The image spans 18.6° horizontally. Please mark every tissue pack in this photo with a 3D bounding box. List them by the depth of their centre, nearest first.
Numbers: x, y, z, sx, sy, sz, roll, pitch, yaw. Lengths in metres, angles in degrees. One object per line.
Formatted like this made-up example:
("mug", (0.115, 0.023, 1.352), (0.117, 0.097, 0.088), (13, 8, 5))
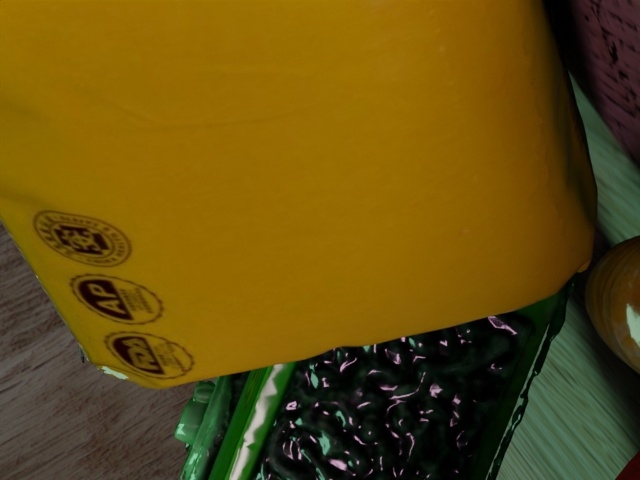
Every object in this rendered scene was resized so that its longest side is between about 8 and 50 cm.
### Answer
("tissue pack", (-0.026, -0.081, 0.596), (0.271, 0.192, 0.134), (66, -165, -54))

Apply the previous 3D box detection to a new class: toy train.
("toy train", (0.019, 0.061, 0.844), (0.132, 0.243, 0.188), (21, -175, -5))

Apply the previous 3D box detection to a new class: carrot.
("carrot", (0.111, 0.021, 0.680), (0.048, 0.048, 0.216), (64, 180, 0))

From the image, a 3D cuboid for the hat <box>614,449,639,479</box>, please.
("hat", (0.124, 0.171, 0.501), (0.274, 0.242, 0.332), (30, 129, 42))
